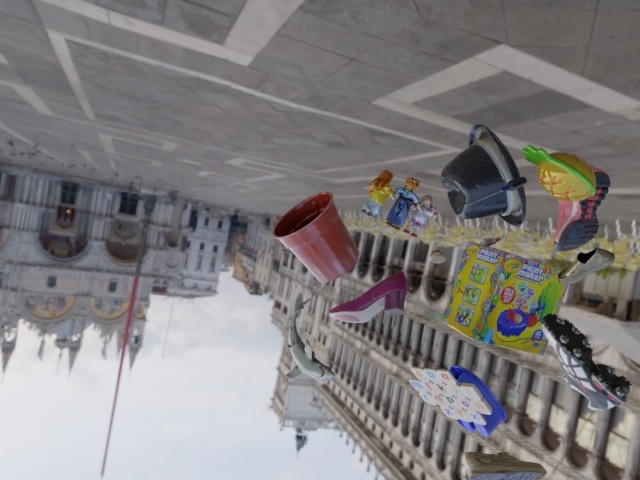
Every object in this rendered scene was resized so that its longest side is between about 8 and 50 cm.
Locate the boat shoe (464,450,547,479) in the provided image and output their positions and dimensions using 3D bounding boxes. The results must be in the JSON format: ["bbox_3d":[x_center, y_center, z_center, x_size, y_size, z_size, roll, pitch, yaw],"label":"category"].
[{"bbox_3d":[0.750,0.908,1.956,0.341,0.122,0.110,9,-142,-13],"label":"boat shoe"}]

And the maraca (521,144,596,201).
[{"bbox_3d":[0.543,-0.158,1.103,0.185,0.099,0.127,38,-179,6],"label":"maraca"}]

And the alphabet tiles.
[{"bbox_3d":[0.445,0.533,1.675,0.278,0.021,0.284,52,147,-18],"label":"alphabet tiles"}]

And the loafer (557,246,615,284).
[{"bbox_3d":[0.630,0.057,1.165,0.050,0.056,0.148,42,136,-2],"label":"loafer"}]

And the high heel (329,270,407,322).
[{"bbox_3d":[0.206,0.247,2.088,0.377,0.181,0.127,-12,143,32],"label":"high heel"}]

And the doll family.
[{"bbox_3d":[0.232,-0.127,1.500,0.263,0.163,0.118,28,-169,26],"label":"doll family"}]

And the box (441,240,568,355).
[{"bbox_3d":[0.582,0.182,1.526,0.290,0.279,0.177,15,-176,-24],"label":"box"}]

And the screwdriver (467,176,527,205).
[{"bbox_3d":[0.404,-0.110,1.111,0.170,0.024,0.025,-23,180,-12],"label":"screwdriver"}]

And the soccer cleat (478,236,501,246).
[{"bbox_3d":[0.561,0.001,1.600,0.083,0.036,0.029,-25,165,-15],"label":"soccer cleat"}]

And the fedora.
[{"bbox_3d":[0.423,-0.155,1.326,0.152,0.334,0.334,-22,177,5],"label":"fedora"}]

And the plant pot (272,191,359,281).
[{"bbox_3d":[0.000,0.000,1.857,0.265,0.272,0.272,55,160,-23],"label":"plant pot"}]

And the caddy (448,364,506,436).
[{"bbox_3d":[0.704,0.735,2.243,0.341,0.179,0.241,53,159,-5],"label":"caddy"}]

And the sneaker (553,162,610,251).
[{"bbox_3d":[0.821,-0.109,1.553,0.115,0.314,0.136,-1,-145,-5],"label":"sneaker"}]

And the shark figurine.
[{"bbox_3d":[-0.051,0.349,1.620,0.166,0.278,0.116,-32,157,26],"label":"shark figurine"}]

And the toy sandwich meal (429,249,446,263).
[{"bbox_3d":[0.542,0.076,2.238,0.085,0.029,0.085,4,148,3],"label":"toy sandwich meal"}]

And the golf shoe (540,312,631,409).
[{"bbox_3d":[0.668,0.323,1.275,0.105,0.120,0.273,-16,-120,-35],"label":"golf shoe"}]
